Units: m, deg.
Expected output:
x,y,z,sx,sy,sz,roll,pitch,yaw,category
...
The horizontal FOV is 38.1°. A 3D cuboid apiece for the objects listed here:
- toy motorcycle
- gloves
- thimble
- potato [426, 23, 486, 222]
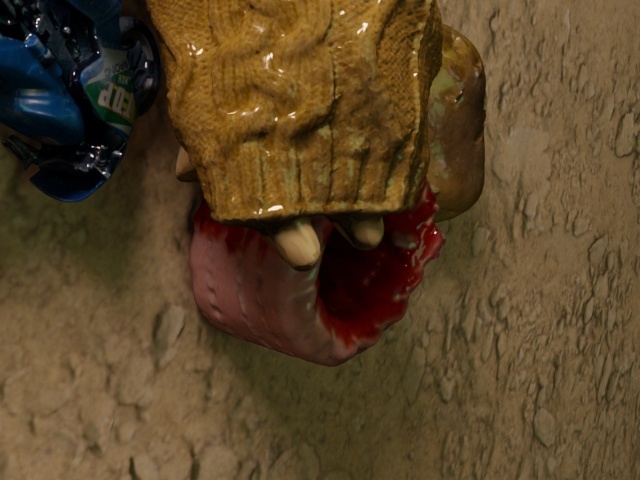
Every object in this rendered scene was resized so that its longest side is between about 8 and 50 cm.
x,y,z,sx,sy,sz,roll,pitch,yaw,category
-0.163,-0.102,0.524,0.254,0.092,0.136,34,64,-67,toy motorcycle
-0.029,-0.157,0.591,0.155,0.203,0.356,3,78,-61,gloves
-0.004,0.000,0.723,0.189,0.125,0.163,-44,130,-37,thimble
0.120,-0.111,0.894,0.164,0.081,0.200,-37,127,-42,potato
